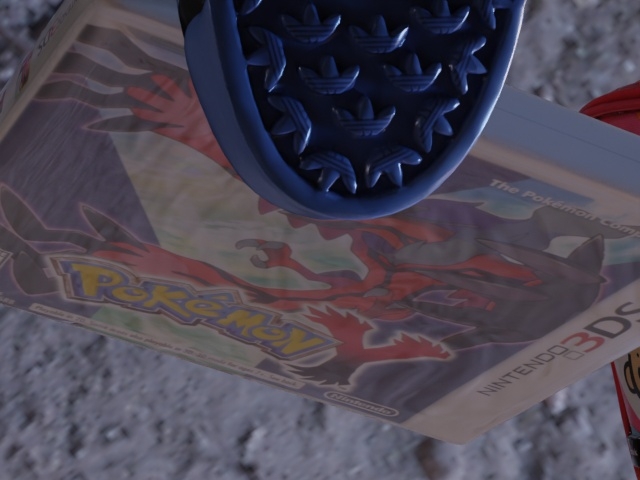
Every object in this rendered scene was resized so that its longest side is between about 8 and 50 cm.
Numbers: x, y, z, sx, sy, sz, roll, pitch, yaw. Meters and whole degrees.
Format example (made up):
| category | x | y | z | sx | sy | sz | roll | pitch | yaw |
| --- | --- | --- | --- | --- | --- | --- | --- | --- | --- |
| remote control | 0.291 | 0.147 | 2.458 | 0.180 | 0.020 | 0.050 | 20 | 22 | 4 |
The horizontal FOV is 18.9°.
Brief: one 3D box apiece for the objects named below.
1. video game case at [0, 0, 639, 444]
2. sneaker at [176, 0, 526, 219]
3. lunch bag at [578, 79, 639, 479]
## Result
| category | x | y | z | sx | sy | sz | roll | pitch | yaw |
| --- | --- | --- | --- | --- | --- | --- | --- | --- | --- |
| video game case | 0.000 | 0.000 | 0.546 | 0.201 | 0.183 | 0.023 | 19 | 61 | -19 |
| sneaker | -0.004 | -0.115 | 0.446 | 0.081 | 0.090 | 0.232 | 3 | 81 | -20 |
| lunch bag | 0.211 | 0.013 | 0.747 | 0.120 | 0.293 | 0.258 | -14 | 94 | -19 |
